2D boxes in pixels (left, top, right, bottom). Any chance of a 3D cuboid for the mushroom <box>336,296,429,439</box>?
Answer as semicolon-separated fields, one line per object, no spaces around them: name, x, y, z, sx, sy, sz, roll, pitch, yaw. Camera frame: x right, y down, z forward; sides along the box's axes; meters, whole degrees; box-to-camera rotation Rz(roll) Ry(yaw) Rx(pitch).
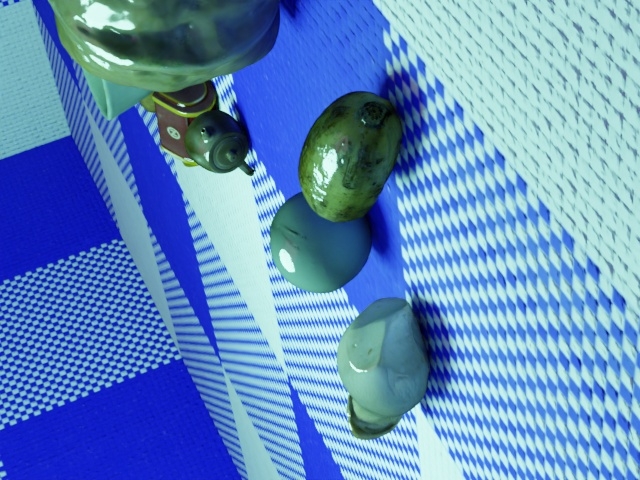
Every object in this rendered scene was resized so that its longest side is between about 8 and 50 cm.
mushroom;0.061;0.127;1.374;0.212;0.088;0.097;83;172;-66

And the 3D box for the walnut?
walnut;-0.155;-0.259;1.346;0.248;0.248;0.248;159;90;-77

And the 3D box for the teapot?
teapot;-0.123;-0.117;1.790;0.068;0.076;0.121;43;180;44

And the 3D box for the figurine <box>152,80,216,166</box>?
figurine;-0.166;-0.153;1.929;0.098;0.082;0.154;40;155;26

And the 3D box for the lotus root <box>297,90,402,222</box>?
lotus root;0.024;-0.073;1.203;0.080;0.089;0.179;24;155;3

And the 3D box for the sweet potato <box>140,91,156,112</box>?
sweet potato;-0.267;-0.265;2.161;0.273;0.075;0.075;85;160;-63

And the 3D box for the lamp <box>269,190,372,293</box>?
lamp;0.000;0.000;1.385;0.105;0.105;0.105;159;90;-77

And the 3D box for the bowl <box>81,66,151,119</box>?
bowl;-0.269;-0.321;1.894;0.289;0.146;0.289;159;90;-79
